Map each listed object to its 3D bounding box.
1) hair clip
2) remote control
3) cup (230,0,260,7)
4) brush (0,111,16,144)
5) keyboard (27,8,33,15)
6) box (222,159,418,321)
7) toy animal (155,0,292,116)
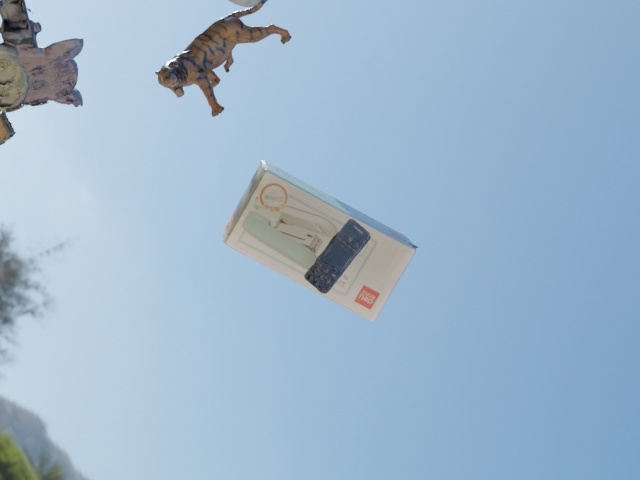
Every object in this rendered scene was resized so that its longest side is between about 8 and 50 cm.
[{"bbox_3d":[-0.354,-0.208,1.348,0.187,0.146,0.056,106,-25,-56],"label":"hair clip"},{"bbox_3d":[0.020,0.019,1.399,0.039,0.096,0.014,40,-8,-16],"label":"remote control"},{"bbox_3d":[-0.109,-0.657,2.409,0.186,0.258,0.234,33,-40,-19],"label":"cup"},{"bbox_3d":[-0.532,-0.155,1.763,0.164,0.014,0.051,-22,-82,35],"label":"brush"},{"bbox_3d":[-0.564,-0.239,1.543,0.103,0.381,0.041,68,-17,1],"label":"keyboard"},{"bbox_3d":[0.000,0.000,1.691,0.269,0.135,0.079,28,10,-12],"label":"box"},{"bbox_3d":[-0.149,-0.320,1.824,0.116,0.255,0.114,45,-5,-33],"label":"toy animal"}]
